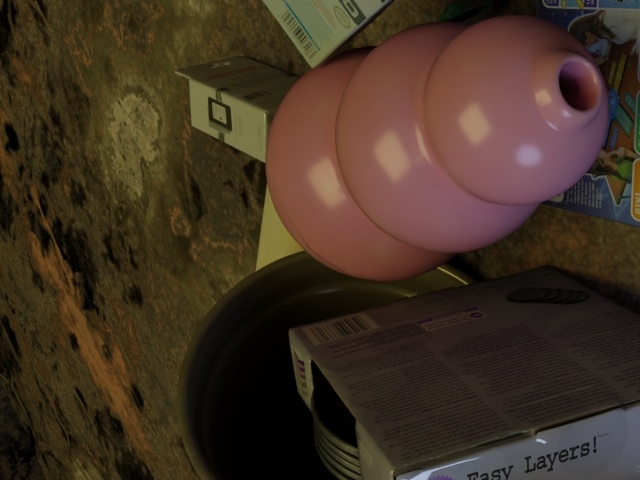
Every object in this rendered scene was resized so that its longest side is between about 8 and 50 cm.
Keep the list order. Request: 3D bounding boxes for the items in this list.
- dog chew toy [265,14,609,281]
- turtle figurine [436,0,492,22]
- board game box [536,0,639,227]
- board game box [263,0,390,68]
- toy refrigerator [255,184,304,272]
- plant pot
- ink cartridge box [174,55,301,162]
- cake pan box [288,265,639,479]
[{"bbox_3d":[0.089,-0.078,0.680,0.332,0.206,0.207,-17,93,63],"label":"dog chew toy"},{"bbox_3d":[0.077,-0.296,0.680,0.234,0.118,0.175,59,172,4],"label":"turtle figurine"},{"bbox_3d":[0.228,-0.114,0.657,0.136,0.035,0.201,20,122,46],"label":"board game box"},{"bbox_3d":[0.009,-0.271,0.569,0.224,0.097,0.303,52,162,-8],"label":"board game box"},{"bbox_3d":[0.000,0.000,0.952,0.094,0.102,0.269,40,134,34],"label":"toy refrigerator"},{"bbox_3d":[0.039,0.210,0.873,0.323,0.323,0.280,43,154,32],"label":"plant pot"},{"bbox_3d":[-0.076,-0.153,0.973,0.180,0.104,0.060,30,130,42],"label":"ink cartridge box"},{"bbox_3d":[0.124,0.107,0.646,0.246,0.267,0.070,-144,44,-67],"label":"cake pan box"}]
